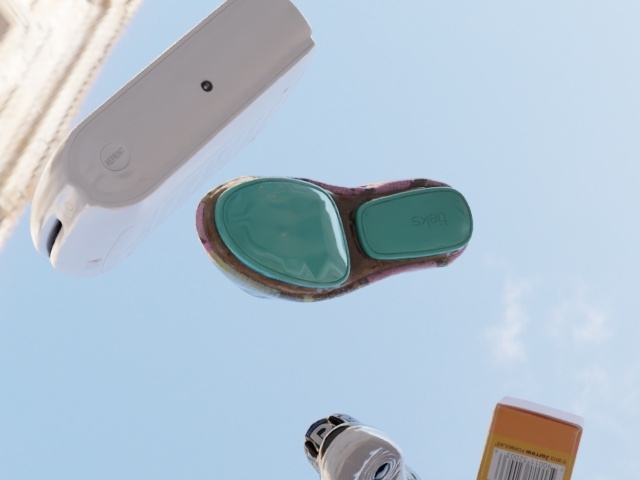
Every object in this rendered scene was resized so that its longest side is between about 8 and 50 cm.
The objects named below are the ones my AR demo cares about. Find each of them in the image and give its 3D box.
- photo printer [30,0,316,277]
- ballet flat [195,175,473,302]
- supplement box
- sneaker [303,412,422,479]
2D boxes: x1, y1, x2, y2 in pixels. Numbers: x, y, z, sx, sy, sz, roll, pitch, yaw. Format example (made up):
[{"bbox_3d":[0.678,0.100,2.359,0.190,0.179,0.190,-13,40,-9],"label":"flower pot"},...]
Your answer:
[{"bbox_3d":[-0.160,-0.094,1.201,0.107,0.256,0.307,45,-114,0],"label":"photo printer"},{"bbox_3d":[0.000,0.000,0.733,0.079,0.221,0.077,-19,-99,45],"label":"ballet flat"},{"bbox_3d":[0.156,0.253,1.003,0.080,0.078,0.234,16,-89,13],"label":"supplement box"},{"bbox_3d":[0.019,0.192,1.063,0.079,0.217,0.121,-47,-125,-8],"label":"sneaker"}]
